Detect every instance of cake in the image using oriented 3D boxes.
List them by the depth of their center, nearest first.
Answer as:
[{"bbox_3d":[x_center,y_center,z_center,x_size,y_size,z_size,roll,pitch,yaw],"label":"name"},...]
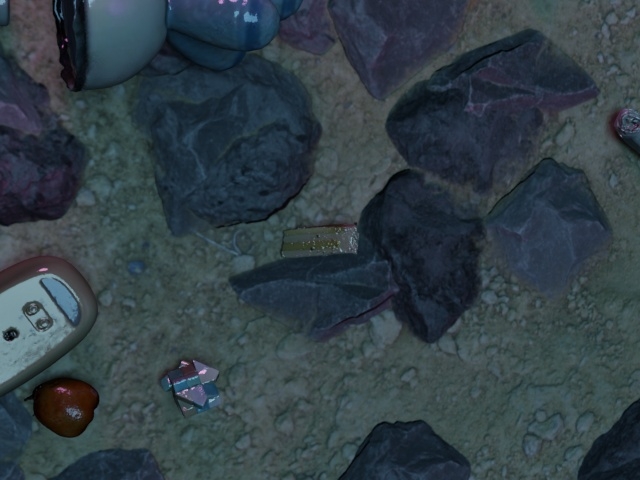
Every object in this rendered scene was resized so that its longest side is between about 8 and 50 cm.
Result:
[{"bbox_3d":[0.000,0.000,1.258,0.121,0.065,0.052,-5,97,-14],"label":"cake"}]

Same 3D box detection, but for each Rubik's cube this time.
[{"bbox_3d":[-0.188,0.213,1.203,0.075,0.084,0.073,-25,111,-33],"label":"Rubik's cube"}]

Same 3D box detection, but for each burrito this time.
[{"bbox_3d":[0.606,-0.173,1.468,0.203,0.064,0.064,29,87,-24],"label":"burrito"}]

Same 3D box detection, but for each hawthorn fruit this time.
[{"bbox_3d":[-0.363,0.229,1.137,0.093,0.081,0.081,28,87,-22],"label":"hawthorn fruit"}]

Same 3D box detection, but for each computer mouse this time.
[{"bbox_3d":[-0.419,0.119,1.095,0.236,0.082,0.145,-37,110,-11],"label":"computer mouse"}]

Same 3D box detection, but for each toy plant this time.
[{"bbox_3d":[-0.173,-0.318,1.055,0.332,0.247,0.247,-10,101,-22],"label":"toy plant"}]

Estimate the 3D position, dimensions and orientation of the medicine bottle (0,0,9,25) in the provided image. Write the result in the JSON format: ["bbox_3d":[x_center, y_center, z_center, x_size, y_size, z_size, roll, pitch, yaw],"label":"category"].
[{"bbox_3d":[-0.506,-0.320,1.012,0.220,0.061,0.092,-1,74,-21],"label":"medicine bottle"}]
